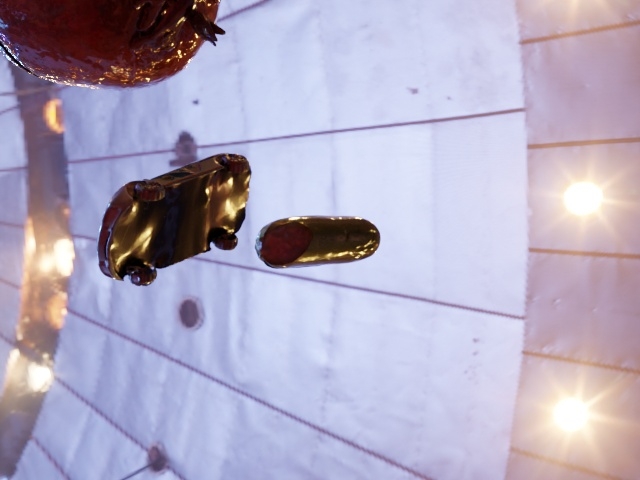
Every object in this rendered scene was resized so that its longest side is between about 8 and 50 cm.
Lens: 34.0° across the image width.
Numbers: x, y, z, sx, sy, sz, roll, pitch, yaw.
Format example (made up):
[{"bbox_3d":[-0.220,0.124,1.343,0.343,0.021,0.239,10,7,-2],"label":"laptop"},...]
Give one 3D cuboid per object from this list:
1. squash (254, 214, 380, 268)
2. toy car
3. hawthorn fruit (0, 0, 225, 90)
[{"bbox_3d":[0.000,0.000,1.386,0.069,0.239,0.069,2,-86,40],"label":"squash"},{"bbox_3d":[-0.134,-0.025,0.967,0.056,0.205,0.095,26,-61,29],"label":"toy car"},{"bbox_3d":[-0.224,-0.287,1.193,0.307,0.276,0.276,23,-75,25],"label":"hawthorn fruit"}]
